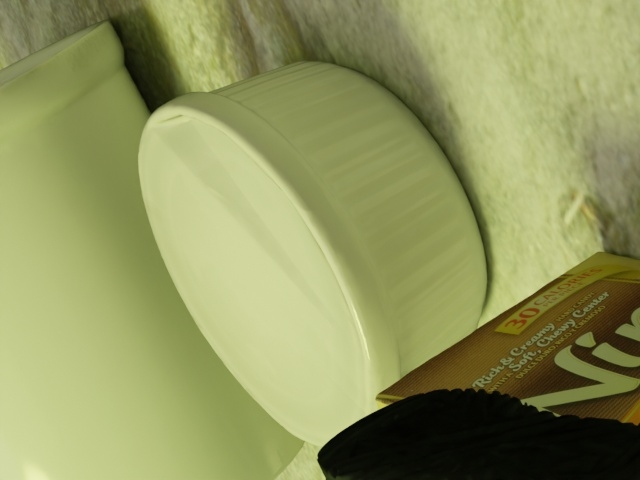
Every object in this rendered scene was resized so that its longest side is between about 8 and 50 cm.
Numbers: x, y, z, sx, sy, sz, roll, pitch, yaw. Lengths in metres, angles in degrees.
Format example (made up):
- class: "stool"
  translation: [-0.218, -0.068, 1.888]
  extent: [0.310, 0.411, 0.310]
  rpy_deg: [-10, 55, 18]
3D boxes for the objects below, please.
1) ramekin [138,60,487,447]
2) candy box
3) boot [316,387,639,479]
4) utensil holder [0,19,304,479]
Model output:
- class: "ramekin"
  translation: [0.000, 0.000, 1.298]
  extent: [0.273, 0.127, 0.273]
  rpy_deg: [44, 152, 31]
- class: "candy box"
  translation: [0.194, 0.102, 0.980]
  extent: [0.316, 0.183, 0.088]
  rpy_deg: [14, 129, 57]
- class: "boot"
  translation: [0.111, 0.184, 0.892]
  extent: [0.246, 0.094, 0.207]
  rpy_deg: [2, 116, 54]
- class: "utensil holder"
  translation: [-0.227, 0.061, 1.565]
  extent: [0.385, 0.327, 0.327]
  rpy_deg: [61, 155, -10]
